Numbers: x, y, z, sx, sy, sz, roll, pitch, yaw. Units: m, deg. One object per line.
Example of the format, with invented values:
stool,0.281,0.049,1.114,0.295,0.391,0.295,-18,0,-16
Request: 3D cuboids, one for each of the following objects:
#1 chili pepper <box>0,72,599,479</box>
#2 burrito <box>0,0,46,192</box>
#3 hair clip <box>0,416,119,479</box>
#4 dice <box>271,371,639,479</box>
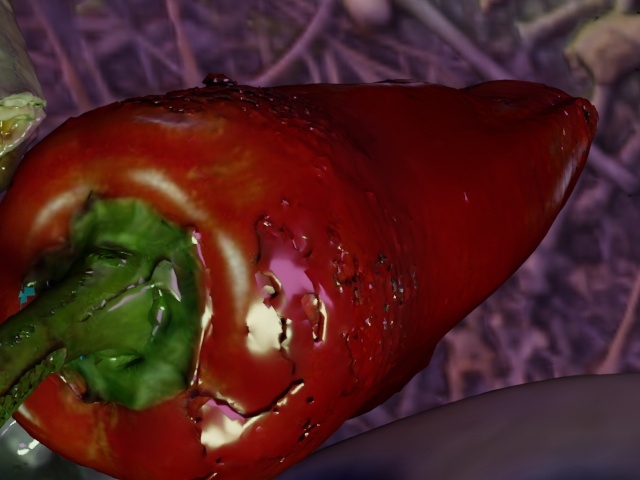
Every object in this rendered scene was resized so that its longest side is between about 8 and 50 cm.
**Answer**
chili pepper,0.000,0.000,0.563,0.387,0.110,0.110,-22,93,-63
burrito,-0.128,-0.089,0.518,0.087,0.060,0.226,15,44,-43
hair clip,-0.124,0.020,0.541,0.292,0.084,0.106,32,20,-28
dice,0.065,0.230,0.457,0.304,0.277,0.304,-39,116,-44
